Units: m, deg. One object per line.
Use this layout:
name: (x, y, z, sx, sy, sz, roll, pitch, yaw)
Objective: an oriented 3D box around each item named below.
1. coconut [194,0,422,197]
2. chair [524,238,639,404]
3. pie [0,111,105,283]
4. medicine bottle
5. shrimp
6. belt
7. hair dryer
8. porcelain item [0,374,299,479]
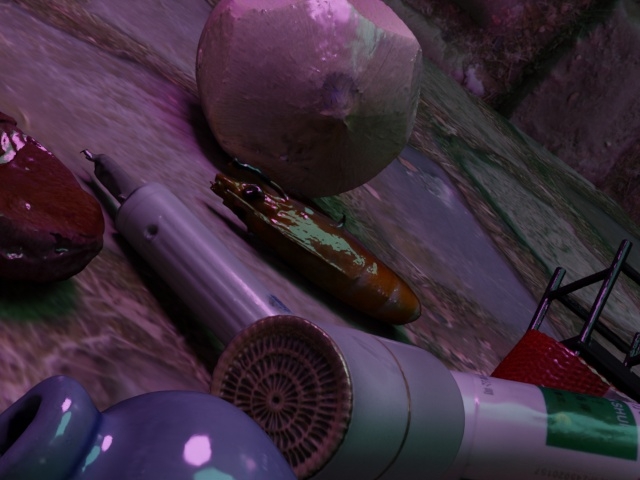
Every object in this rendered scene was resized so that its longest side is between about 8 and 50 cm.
coconut: (-0.014, -0.157, 1.267, 0.227, 0.227, 0.230, 38, 6, -16)
chair: (0.285, 0.152, 1.341, 0.154, 0.141, 0.260, 39, 61, -12)
pie: (-0.213, -0.038, 0.789, 0.182, 0.049, 0.182, 35, 14, -10)
medicine bottle: (0.198, 0.163, 0.987, 0.260, 0.095, 0.095, 13, 23, -11)
shrimp: (0.000, 0.000, 1.182, 0.249, 0.068, 0.150, 37, 4, -35)
belt: (0.216, 0.184, 1.103, 0.201, 0.124, 0.128, 42, -7, -7)
hair dryer: (-0.060, 0.036, 0.905, 0.357, 0.107, 0.173, 45, 12, 31)
porcelain item: (-0.038, 0.161, 0.552, 0.259, 0.141, 0.141, 45, 14, -21)
